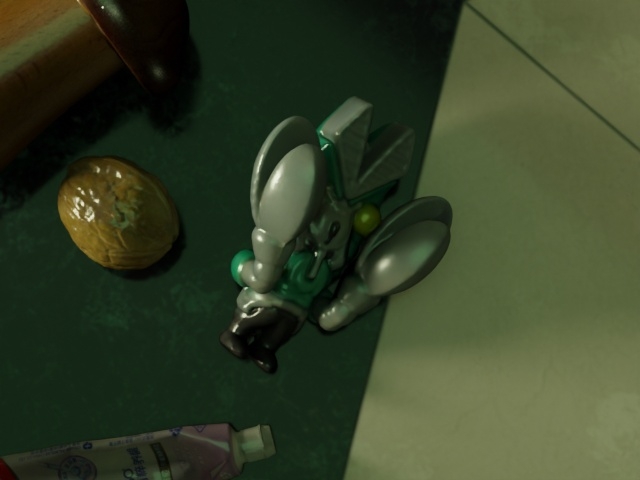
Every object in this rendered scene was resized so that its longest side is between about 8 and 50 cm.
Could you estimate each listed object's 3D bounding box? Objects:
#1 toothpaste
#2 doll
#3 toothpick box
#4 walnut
[{"bbox_3d":[-0.191,0.215,1.289,0.301,0.048,0.075,-12,88,-1],"label":"toothpaste"},{"bbox_3d":[0.018,0.002,1.278,0.195,0.153,0.258,-3,109,-29],"label":"doll"},{"bbox_3d":[-0.263,-0.169,1.267,0.294,0.192,0.192,-33,85,2],"label":"toothpick box"},{"bbox_3d":[-0.189,-0.029,1.290,0.124,0.105,0.105,38,84,3],"label":"walnut"}]
